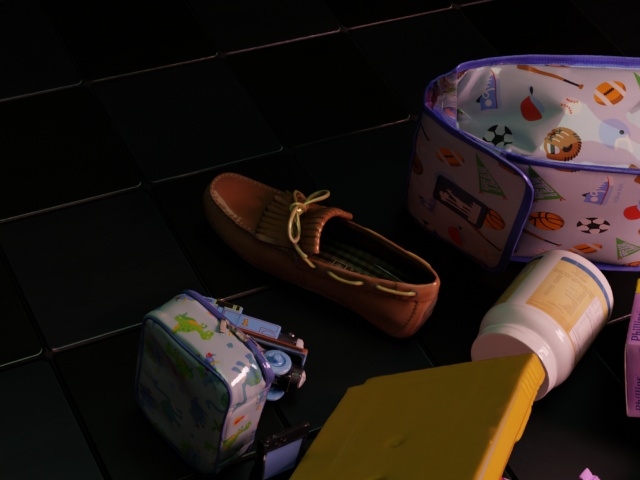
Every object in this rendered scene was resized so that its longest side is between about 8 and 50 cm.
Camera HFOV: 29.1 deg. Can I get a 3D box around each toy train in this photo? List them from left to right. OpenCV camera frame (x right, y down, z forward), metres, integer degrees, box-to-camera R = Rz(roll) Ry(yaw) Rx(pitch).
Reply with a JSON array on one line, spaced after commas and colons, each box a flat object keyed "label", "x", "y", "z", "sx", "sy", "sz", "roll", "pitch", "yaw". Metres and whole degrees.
[{"label": "toy train", "x": -0.104, "y": 0.147, "z": 1.683, "sx": 0.184, "sy": 0.080, "sz": 0.105, "roll": 16, "pitch": 41, "yaw": 2}]

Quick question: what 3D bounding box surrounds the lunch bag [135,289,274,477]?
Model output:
[{"label": "lunch bag", "x": -0.153, "y": 0.177, "z": 1.544, "sx": 0.176, "sy": 0.219, "sz": 0.090, "roll": 39, "pitch": 51, "yaw": 22}]

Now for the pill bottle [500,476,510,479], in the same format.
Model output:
[{"label": "pill bottle", "x": 0.289, "y": 0.407, "z": 1.464, "sx": 0.323, "sy": 0.181, "sz": 0.181, "roll": 21, "pitch": 47, "yaw": 5}]

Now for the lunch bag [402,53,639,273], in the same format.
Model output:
[{"label": "lunch bag", "x": 0.323, "y": -0.107, "z": 1.818, "sx": 0.385, "sy": 0.328, "sz": 0.239, "roll": 6, "pitch": 63, "yaw": 1}]

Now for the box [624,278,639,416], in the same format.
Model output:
[{"label": "box", "x": 0.555, "y": 0.149, "z": 1.709, "sx": 0.243, "sy": 0.117, "sz": 0.213, "roll": 0, "pitch": 23, "yaw": 20}]

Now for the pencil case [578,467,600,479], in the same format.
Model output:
[{"label": "pencil case", "x": 0.402, "y": 0.388, "z": 1.572, "sx": 0.206, "sy": 0.088, "sz": 0.086, "roll": 35, "pitch": 48, "yaw": 20}]

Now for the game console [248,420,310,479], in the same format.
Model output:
[{"label": "game console", "x": -0.053, "y": 0.297, "z": 1.524, "sx": 0.107, "sy": 0.122, "sz": 0.071, "roll": -18, "pitch": 55, "yaw": -28}]

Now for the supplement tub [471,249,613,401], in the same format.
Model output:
[{"label": "supplement tub", "x": 0.315, "y": 0.122, "z": 1.756, "sx": 0.144, "sy": 0.144, "sz": 0.199, "roll": 32, "pitch": 49, "yaw": 16}]

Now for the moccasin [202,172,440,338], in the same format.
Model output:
[{"label": "moccasin", "x": -0.002, "y": 0.002, "z": 1.790, "sx": 0.380, "sy": 0.147, "sz": 0.139, "roll": 33, "pitch": 49, "yaw": 17}]

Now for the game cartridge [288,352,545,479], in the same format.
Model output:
[{"label": "game cartridge", "x": 0.103, "y": 0.264, "z": 1.504, "sx": 0.285, "sy": 0.053, "sz": 0.324, "roll": -13, "pitch": 23, "yaw": 34}]
